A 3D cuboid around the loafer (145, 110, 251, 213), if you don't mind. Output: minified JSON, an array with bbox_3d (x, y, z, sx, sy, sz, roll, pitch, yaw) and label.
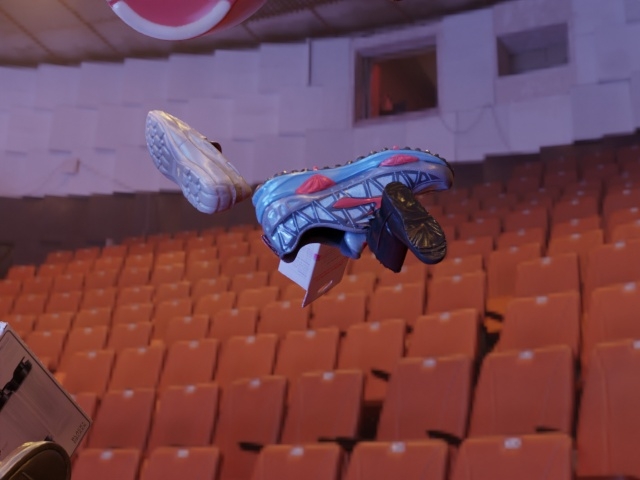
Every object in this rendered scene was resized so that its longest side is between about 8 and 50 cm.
[{"bbox_3d":[-0.253,-0.162,1.920,0.112,0.319,0.112,-13,-44,-34],"label":"loafer"}]

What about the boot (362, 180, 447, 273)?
[{"bbox_3d":[0.094,0.002,1.094,0.045,0.121,0.099,-17,-32,-25],"label":"boot"}]

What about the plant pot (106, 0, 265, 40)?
[{"bbox_3d":[-0.188,-0.402,1.333,0.275,0.274,0.243,-1,26,4],"label":"plant pot"}]

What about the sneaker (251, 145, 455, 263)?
[{"bbox_3d":[0.051,-0.034,1.228,0.262,0.125,0.104,-13,-21,-1],"label":"sneaker"}]

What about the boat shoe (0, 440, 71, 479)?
[{"bbox_3d":[-0.397,0.353,1.059,0.105,0.307,0.110,-2,-44,38],"label":"boat shoe"}]

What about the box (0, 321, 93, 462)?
[{"bbox_3d":[-0.490,0.268,1.488,0.087,0.169,0.290,8,-36,27],"label":"box"}]

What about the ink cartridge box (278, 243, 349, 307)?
[{"bbox_3d":[0.000,0.000,1.407,0.104,0.062,0.181,-32,-32,-43],"label":"ink cartridge box"}]
